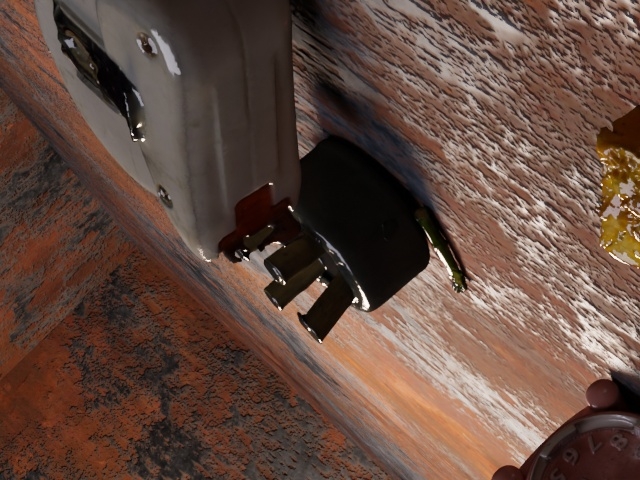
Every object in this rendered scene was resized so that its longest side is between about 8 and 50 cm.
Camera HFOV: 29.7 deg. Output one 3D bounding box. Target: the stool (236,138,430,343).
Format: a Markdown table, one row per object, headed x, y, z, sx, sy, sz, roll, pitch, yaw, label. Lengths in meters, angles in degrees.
| x | y | z | sx | sy | sz | roll | pitch | yaw | label |
| --- | --- | --- | --- | --- | --- | --- | --- | --- | --- |
| 0.006 | 0.007 | 1.133 | 0.153 | 0.139 | 0.228 | 48 | 168 | 8 | stool |

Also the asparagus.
| x | y | z | sx | sy | sz | roll | pitch | yaw | label |
| --- | --- | --- | --- | --- | --- | --- | --- | --- | --- |
| 0.111 | 0.012 | 1.088 | 0.018 | 0.015 | 0.127 | 48 | 174 | 42 | asparagus |

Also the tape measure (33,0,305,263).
| x | y | z | sx | sy | sz | roll | pitch | yaw | label |
| --- | --- | --- | --- | --- | --- | --- | --- | --- | --- |
| -0.122 | -0.141 | 0.939 | 0.265 | 0.130 | 0.258 | 42 | 155 | 28 | tape measure |

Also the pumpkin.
| x | y | z | sx | sy | sz | roll | pitch | yaw | label |
| --- | --- | --- | --- | --- | --- | --- | --- | --- | --- |
| 0.178 | -0.020 | 0.595 | 0.074 | 0.054 | 0.083 | 31 | 142 | 42 | pumpkin |

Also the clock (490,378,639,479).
| x | y | z | sx | sy | sz | roll | pitch | yaw | label |
| --- | --- | --- | --- | --- | --- | --- | --- | --- | --- |
| 0.245 | 0.218 | 0.983 | 0.093 | 0.166 | 0.162 | 53 | 175 | -40 | clock |
